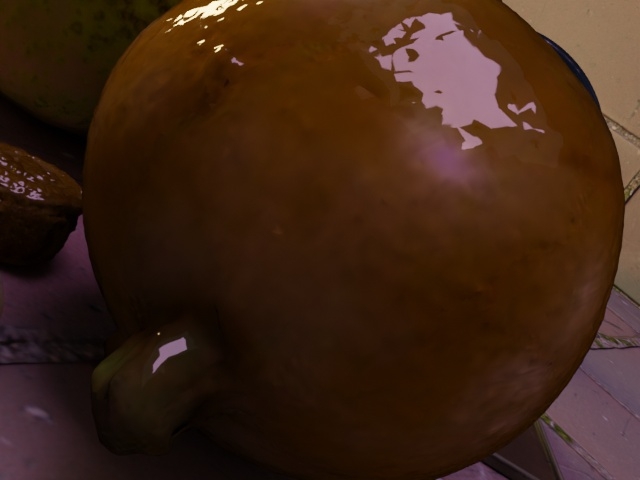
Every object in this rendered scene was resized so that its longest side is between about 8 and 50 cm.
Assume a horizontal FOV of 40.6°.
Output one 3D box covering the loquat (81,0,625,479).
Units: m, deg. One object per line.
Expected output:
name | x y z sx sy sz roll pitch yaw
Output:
loquat | 0.000 0.000 0.514 0.328 0.328 0.359 39 44 13

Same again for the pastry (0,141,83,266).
pastry | -0.213 -0.027 0.590 0.097 0.057 0.109 35 13 17

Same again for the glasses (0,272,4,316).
glasses | -0.241 -0.010 0.353 0.189 0.088 0.220 52 18 -3

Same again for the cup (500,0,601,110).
cup | 0.126 -0.089 0.790 0.242 0.308 0.292 35 32 13

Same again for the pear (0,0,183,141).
pear | -0.180 -0.257 0.812 0.391 0.391 0.391 32 16 -10

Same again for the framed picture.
framed picture | 0.167 0.171 0.863 0.150 0.015 0.203 33 16 -9
